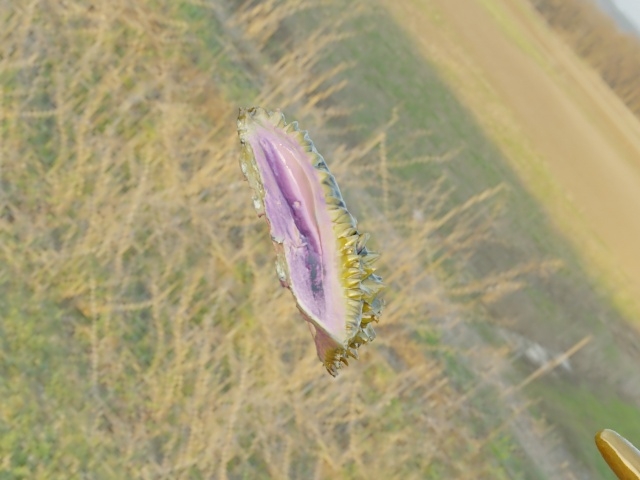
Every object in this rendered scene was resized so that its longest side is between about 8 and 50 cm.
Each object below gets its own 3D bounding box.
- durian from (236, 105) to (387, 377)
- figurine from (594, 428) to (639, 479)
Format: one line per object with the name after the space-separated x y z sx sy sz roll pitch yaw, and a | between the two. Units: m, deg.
-0.001 0.000 1.345 0.191 0.112 0.341 63 3 -62 | durian
0.247 0.355 0.904 0.268 0.387 0.401 13 -29 50 | figurine
